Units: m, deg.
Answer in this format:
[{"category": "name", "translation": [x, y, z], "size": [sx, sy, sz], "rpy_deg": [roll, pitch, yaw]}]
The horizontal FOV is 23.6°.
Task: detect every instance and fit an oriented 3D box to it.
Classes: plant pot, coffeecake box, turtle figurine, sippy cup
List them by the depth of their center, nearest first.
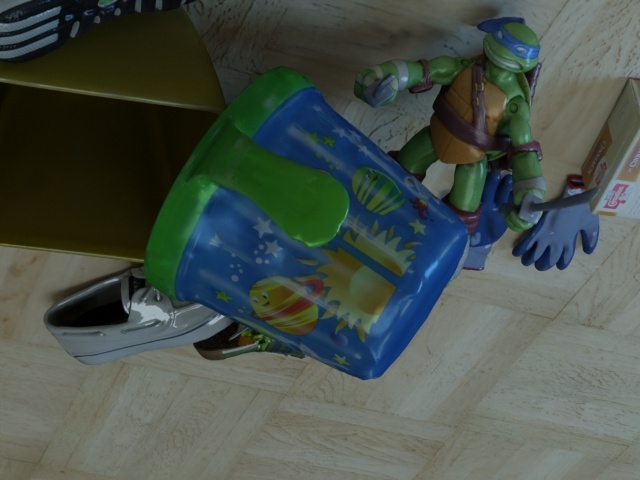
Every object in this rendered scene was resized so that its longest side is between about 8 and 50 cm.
[{"category": "sippy cup", "translation": [0.000, 0.000, 1.354], "size": [0.224, 0.305, 0.240], "rpy_deg": [33, 119, 11]}, {"category": "plant pot", "translation": [-0.210, -0.124, 1.415], "size": [0.212, 0.187, 0.212], "rpy_deg": [7, 138, -14]}, {"category": "turtle figurine", "translation": [0.110, -0.071, 1.449], "size": [0.197, 0.275, 0.266], "rpy_deg": [15, 131, -12]}, {"category": "coffeecake box", "translation": [0.390, -0.088, 1.616], "size": [0.185, 0.068, 0.142], "rpy_deg": [6, 138, -13]}]

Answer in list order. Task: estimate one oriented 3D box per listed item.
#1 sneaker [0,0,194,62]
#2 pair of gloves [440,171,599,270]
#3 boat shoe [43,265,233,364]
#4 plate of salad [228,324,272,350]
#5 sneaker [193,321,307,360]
[{"category": "sneaker", "translation": [-0.201, -0.270, 1.317], "size": [0.281, 0.162, 0.106], "rpy_deg": [-26, 157, -33]}, {"category": "pair of gloves", "translation": [0.223, -0.020, 1.713], "size": [0.198, 0.023, 0.159], "rpy_deg": [4, 137, -12]}, {"category": "boat shoe", "translation": [-0.192, 0.072, 1.716], "size": [0.258, 0.095, 0.084], "rpy_deg": [-23, 141, 18]}, {"category": "plate of salad", "translation": [-0.013, 0.059, 1.669], "size": [0.200, 0.200, 0.048], "rpy_deg": [-36, 88, 31]}, {"category": "sneaker", "translation": [-0.047, 0.114, 1.803], "size": [0.192, 0.064, 0.086], "rpy_deg": [-21, 132, 13]}]
